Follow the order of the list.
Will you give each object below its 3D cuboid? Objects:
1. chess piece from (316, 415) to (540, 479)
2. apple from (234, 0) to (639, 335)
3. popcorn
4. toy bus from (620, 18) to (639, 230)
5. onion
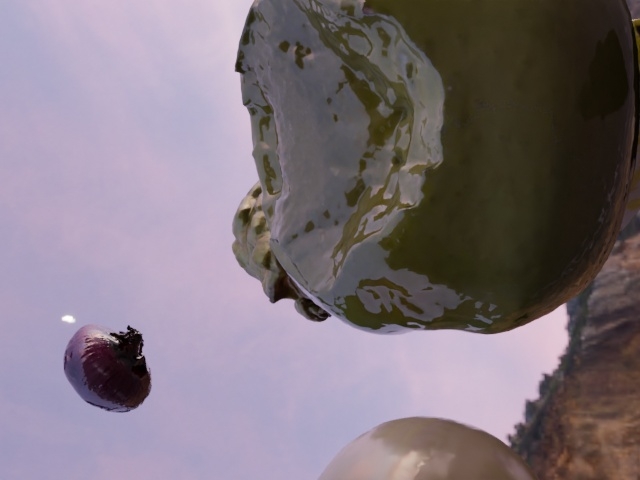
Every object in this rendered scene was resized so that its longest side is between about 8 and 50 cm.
[{"bbox_3d":[0.000,0.172,0.292,0.300,0.167,0.167,-40,-66,-55],"label":"chess piece"},{"bbox_3d":[0.073,-0.073,0.537,0.279,0.279,0.279,8,-101,-46],"label":"apple"},{"bbox_3d":[0.000,0.000,1.254,0.252,0.286,0.215,-43,-54,-53],"label":"popcorn"},{"bbox_3d":[0.233,-0.080,0.637,0.081,0.226,0.074,-12,-116,-13],"label":"toy bus"},{"bbox_3d":[-0.243,0.145,0.978,0.115,0.115,0.104,35,-83,-39],"label":"onion"}]
